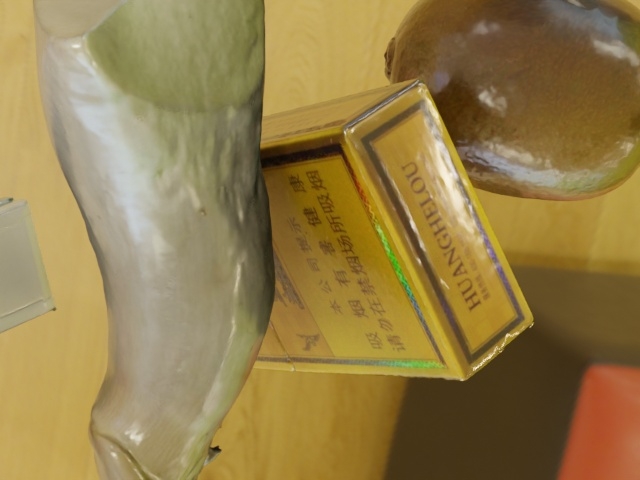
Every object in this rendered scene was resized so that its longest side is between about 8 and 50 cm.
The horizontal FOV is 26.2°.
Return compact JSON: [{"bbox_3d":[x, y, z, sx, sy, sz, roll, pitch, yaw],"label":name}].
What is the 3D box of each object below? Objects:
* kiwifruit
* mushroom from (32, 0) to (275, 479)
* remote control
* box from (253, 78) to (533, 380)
[{"bbox_3d":[0.168,-0.132,1.145,0.234,0.196,0.196,15,104,0],"label":"kiwifruit"},{"bbox_3d":[-0.104,0.006,0.902,0.177,0.126,0.397,-49,144,-46],"label":"mushroom"},{"bbox_3d":[-0.353,0.057,1.120,0.277,0.055,0.103,-25,113,-37],"label":"remote control"},{"bbox_3d":[0.000,0.000,1.031,0.084,0.301,0.192,-34,105,-30],"label":"box"}]
